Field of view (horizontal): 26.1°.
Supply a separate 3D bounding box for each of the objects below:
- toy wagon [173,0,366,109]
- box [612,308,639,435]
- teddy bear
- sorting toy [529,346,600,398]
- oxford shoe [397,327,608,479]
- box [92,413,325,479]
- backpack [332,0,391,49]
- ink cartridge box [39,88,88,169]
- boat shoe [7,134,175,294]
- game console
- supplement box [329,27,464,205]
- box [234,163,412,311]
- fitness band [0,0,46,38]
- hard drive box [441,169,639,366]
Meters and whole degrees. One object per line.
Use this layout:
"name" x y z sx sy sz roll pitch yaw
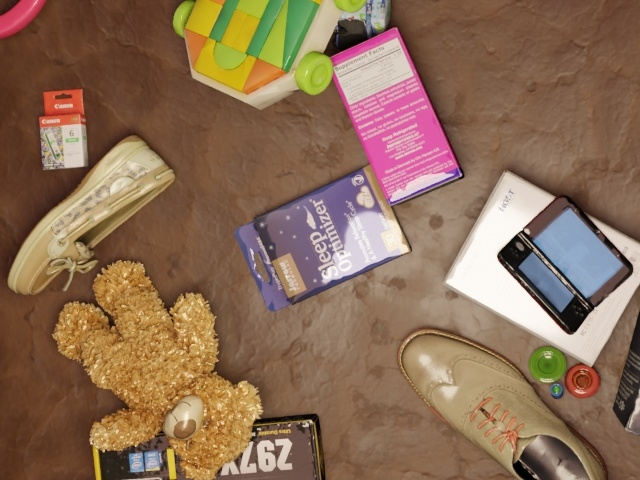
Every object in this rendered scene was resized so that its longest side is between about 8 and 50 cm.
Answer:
"toy wagon" -0.057 -0.356 1.879 0.267 0.068 0.344 28 95 35
"box" 0.596 0.133 1.813 0.343 0.179 0.313 15 94 6
"teddy bear" -0.235 0.176 1.910 0.245 0.113 0.338 -27 68 1
"sorting toy" 0.337 0.192 1.920 0.102 0.042 0.061 24 78 18
"oxford shoe" 0.253 0.241 1.880 0.348 0.130 0.123 36 95 5
"box" -0.148 0.389 1.960 0.321 0.079 0.257 -6 89 7
"backpack" 0.056 -0.331 1.909 0.084 0.105 0.114 0 82 3
"ink cartridge box" -0.373 -0.161 2.000 0.062 0.029 0.115 -4 91 7
"boat shoe" -0.329 -0.021 1.960 0.089 0.104 0.285 43 95 7
"game console" 0.320 0.031 1.805 0.144 0.124 0.085 47 123 4
"supplement box" 0.104 -0.167 1.901 0.114 0.111 0.220 -23 88 7
"box" 0.000 0.000 1.956 0.225 0.036 0.136 -25 88 8
"fitness band" -0.509 -0.430 2.004 0.209 0.054 0.291 -36 86 9
"hard drive box" 0.310 0.037 1.891 0.232 0.089 0.181 30 94 5
